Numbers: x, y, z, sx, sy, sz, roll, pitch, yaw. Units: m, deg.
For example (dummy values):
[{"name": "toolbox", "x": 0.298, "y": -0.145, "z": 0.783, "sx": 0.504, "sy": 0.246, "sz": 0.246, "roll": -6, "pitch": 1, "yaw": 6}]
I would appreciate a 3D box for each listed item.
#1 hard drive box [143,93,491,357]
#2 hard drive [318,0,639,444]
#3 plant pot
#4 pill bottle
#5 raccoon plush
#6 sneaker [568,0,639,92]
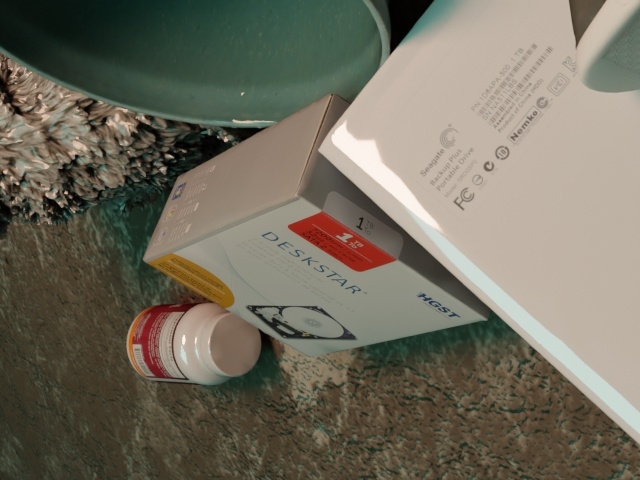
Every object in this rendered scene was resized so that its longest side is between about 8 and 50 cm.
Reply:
[{"name": "hard drive box", "x": 0.000, "y": 0.000, "z": 0.857, "sx": 0.181, "sy": 0.089, "sz": 0.232, "roll": 32, "pitch": 151, "yaw": -24}, {"name": "hard drive", "x": 0.176, "y": -0.033, "z": 0.642, "sx": 0.318, "sy": 0.040, "sz": 0.210, "roll": 44, "pitch": 102, "yaw": 21}, {"name": "plant pot", "x": -0.085, "y": -0.227, "z": 0.735, "sx": 0.293, "sy": 0.293, "sz": 0.196, "roll": -15, "pitch": 59, "yaw": 53}, {"name": "pill bottle", "x": -0.131, "y": 0.108, "z": 1.155, "sx": 0.152, "sy": 0.086, "sz": 0.086, "roll": -5, "pitch": 110, "yaw": 51}, {"name": "raccoon plush", "x": -0.233, "y": -0.109, "z": 0.950, "sx": 0.446, "sy": 0.299, "sz": 0.216, "roll": -21, "pitch": 96, "yaw": 53}, {"name": "sneaker", "x": 0.185, "y": -0.206, "z": 0.509, "sx": 0.296, "sy": 0.104, "sz": 0.147, "roll": 124, "pitch": 137, "yaw": -60}]
